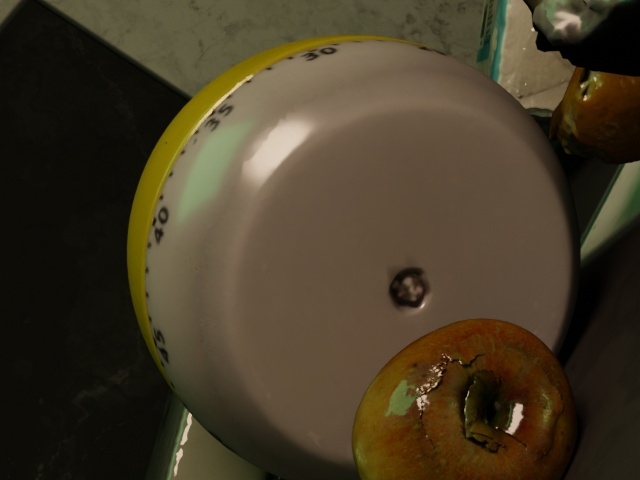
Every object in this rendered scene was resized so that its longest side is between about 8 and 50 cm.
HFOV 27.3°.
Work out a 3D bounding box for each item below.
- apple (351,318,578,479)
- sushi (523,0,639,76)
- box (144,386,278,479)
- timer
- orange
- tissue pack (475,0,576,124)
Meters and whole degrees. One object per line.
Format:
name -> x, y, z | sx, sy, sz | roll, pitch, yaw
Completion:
apple -> 0.069, 0.093, 0.656 | 0.114, 0.099, 0.102 | -61, 0, -23
sushi -> 0.194, -0.163, 0.555 | 0.238, 0.218, 0.225 | -19, 66, 43
box -> -0.075, 0.110, 1.086 | 0.367, 0.090, 0.373 | 120, 163, -68
timer -> 0.000, 0.000, 0.816 | 0.285, 0.285, 0.285 | -57, 1, 2
orange -> 0.198, -0.120, 0.753 | 0.170, 0.112, 0.160 | 64, -135, -59
tissue pack -> 0.205, -0.197, 1.139 | 0.271, 0.124, 0.202 | -68, -11, -83
